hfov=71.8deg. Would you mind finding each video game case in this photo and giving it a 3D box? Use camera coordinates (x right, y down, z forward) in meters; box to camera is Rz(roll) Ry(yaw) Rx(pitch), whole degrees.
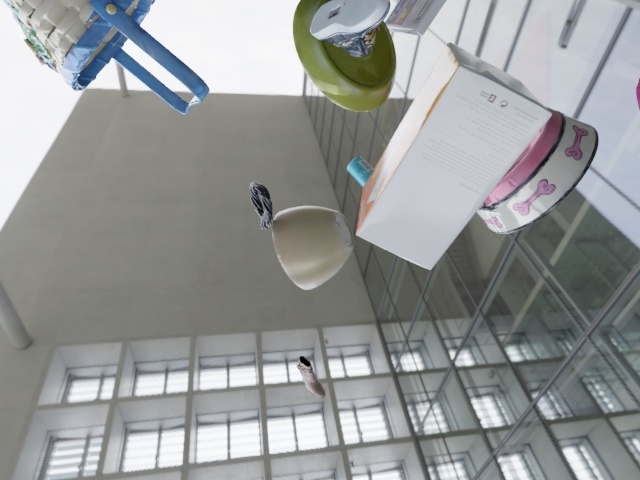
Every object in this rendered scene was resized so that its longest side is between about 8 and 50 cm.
[{"bbox_3d":[0.219,-0.504,0.874,0.023,0.201,0.183,27,-163,-26],"label":"video game case"}]

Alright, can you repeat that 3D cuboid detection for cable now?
[{"bbox_3d":[-0.189,-0.110,1.405,0.047,0.151,0.184,-13,-179,-18],"label":"cable"}]

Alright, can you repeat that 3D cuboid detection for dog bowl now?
[{"bbox_3d":[0.605,-0.226,1.344,0.150,0.408,0.408,35,-139,-8],"label":"dog bowl"}]

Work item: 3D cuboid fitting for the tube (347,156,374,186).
[{"bbox_3d":[0.157,-0.140,1.191,0.080,0.052,0.207,-35,-109,-17],"label":"tube"}]

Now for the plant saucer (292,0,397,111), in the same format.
[{"bbox_3d":[0.060,-0.360,0.816,0.241,0.241,0.037,-28,-172,-34],"label":"plant saucer"}]

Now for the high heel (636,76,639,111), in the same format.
[{"bbox_3d":[0.563,-0.168,0.723,0.244,0.082,0.117,41,-176,-11],"label":"high heel"}]

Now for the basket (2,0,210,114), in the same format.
[{"bbox_3d":[-0.305,-0.302,0.664,0.289,0.201,0.254,34,174,-23],"label":"basket"}]

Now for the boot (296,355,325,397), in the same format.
[{"bbox_3d":[-0.029,0.396,1.298,0.042,0.087,0.118,-28,-140,-33],"label":"boot"}]

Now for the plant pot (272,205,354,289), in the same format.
[{"bbox_3d":[0.000,0.000,1.466,0.190,0.284,0.284,-22,-146,23],"label":"plant pot"}]

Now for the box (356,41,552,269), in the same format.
[{"bbox_3d":[0.224,-0.156,0.837,0.168,0.345,0.215,25,-147,-6],"label":"box"}]

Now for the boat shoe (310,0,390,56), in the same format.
[{"bbox_3d":[0.062,-0.312,0.634,0.083,0.065,0.183,15,-171,-30],"label":"boat shoe"}]
